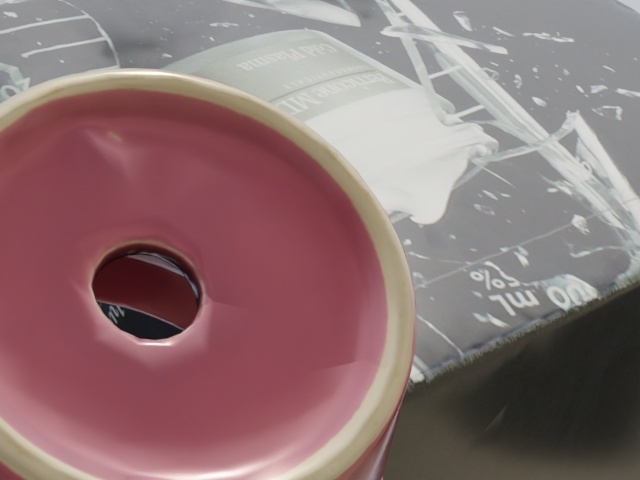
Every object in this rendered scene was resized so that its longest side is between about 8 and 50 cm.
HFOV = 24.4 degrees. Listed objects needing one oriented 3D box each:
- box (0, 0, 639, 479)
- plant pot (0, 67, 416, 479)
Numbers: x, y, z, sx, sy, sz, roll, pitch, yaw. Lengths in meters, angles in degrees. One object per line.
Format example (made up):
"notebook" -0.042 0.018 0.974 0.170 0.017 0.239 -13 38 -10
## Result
"box" 0.000 0.000 0.949 0.480 0.472 0.297 -21 -42 -40
"plant pot" -0.061 0.054 0.431 0.201 0.201 0.180 -16 -23 -28
